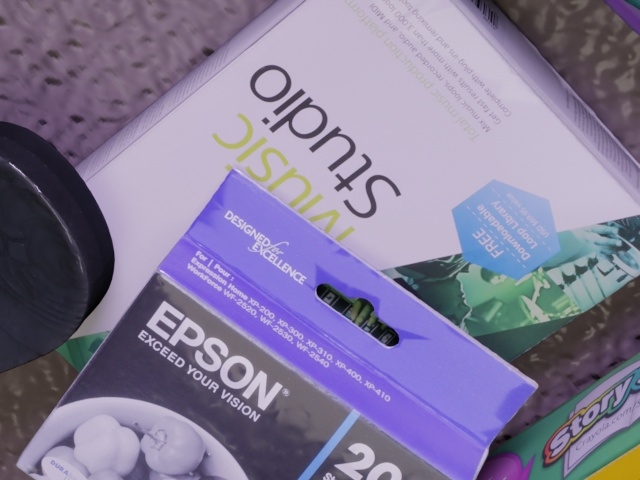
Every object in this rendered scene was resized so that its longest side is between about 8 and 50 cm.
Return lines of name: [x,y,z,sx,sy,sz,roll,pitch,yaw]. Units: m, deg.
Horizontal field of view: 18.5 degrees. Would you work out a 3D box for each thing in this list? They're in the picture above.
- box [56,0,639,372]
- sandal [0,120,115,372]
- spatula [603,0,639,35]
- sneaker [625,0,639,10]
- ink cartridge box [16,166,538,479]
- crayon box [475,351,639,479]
box: [0.000,0.000,1.080,0.322,0.058,0.232,-37,107,27]
sandal: [-0.308,0.066,1.112,0.446,0.107,0.167,-30,102,35]
spatula: [0.084,-0.211,0.966,0.296,0.030,0.084,36,117,-10]
sneaker: [0.074,-0.178,0.927,0.275,0.107,0.110,30,135,-2]
ink cartridge box: [-0.025,0.101,1.062,0.206,0.045,0.208,35,111,-4]
crayon box: [0.287,0.172,1.052,0.313,0.106,0.363,38,132,-12]
